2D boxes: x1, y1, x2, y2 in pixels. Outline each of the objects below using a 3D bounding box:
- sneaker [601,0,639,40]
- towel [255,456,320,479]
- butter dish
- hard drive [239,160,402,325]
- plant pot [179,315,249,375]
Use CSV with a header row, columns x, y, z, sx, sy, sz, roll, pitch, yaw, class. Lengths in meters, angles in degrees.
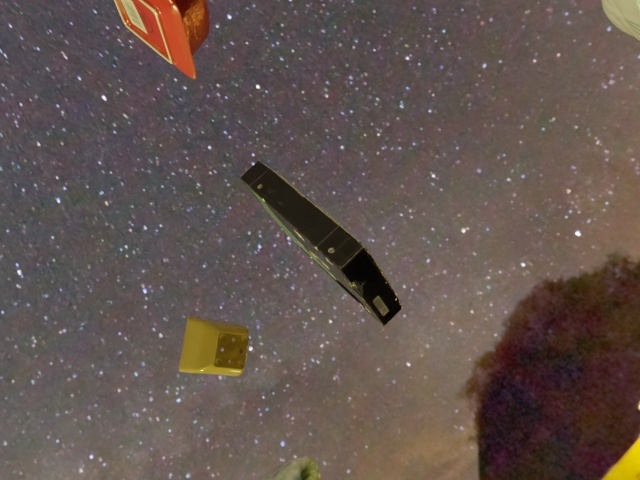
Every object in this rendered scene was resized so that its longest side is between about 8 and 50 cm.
x,y,z,sx,sy,sz,roll,pitch,yaw,class
0.274,-0.151,0.372,0.053,0.152,0.061,-43,-7,11,sneaker
-0.175,0.489,0.685,0.320,0.090,0.374,-39,0,28,towel
-0.206,-0.336,0.691,0.118,0.160,0.160,-48,-10,-16,butter dish
0.000,0.000,0.973,0.064,0.339,0.237,-44,-41,-6,hard drive
-0.145,0.156,0.725,0.081,0.083,0.082,15,-103,-33,plant pot
